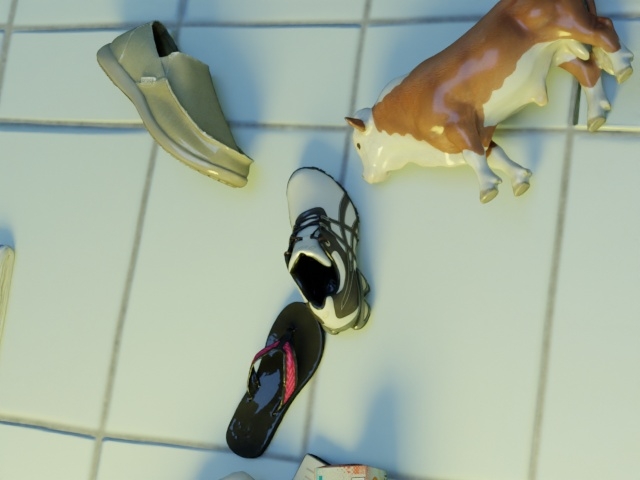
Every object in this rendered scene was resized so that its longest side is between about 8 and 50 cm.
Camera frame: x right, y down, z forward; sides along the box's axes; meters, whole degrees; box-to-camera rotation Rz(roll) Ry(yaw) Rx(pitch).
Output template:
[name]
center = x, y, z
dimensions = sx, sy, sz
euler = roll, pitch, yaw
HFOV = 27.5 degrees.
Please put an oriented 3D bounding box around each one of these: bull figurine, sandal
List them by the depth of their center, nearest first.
[bull figurine]
center = 0.173, -0.147, 1.356
dimensions = 0.310, 0.101, 0.188
euler = -44, 67, 10
[sandal]
center = -0.051, 0.150, 1.403
dimensions = 0.067, 0.040, 0.179
euler = 24, 86, 27

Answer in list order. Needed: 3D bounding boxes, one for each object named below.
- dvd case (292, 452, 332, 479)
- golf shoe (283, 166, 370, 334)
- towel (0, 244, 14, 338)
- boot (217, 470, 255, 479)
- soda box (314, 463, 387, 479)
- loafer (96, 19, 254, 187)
[dvd case]
center = 0.003, 0.363, 1.328
dimensions = 0.179, 0.029, 0.238
euler = 27, 87, 28
[golf shoe]
center = 0.000, 0.000, 1.394
dimensions = 0.077, 0.094, 0.198
euler = -25, 66, 17
[towel]
center = -0.513, 0.099, 1.626
dimensions = 0.285, 0.034, 0.209
euler = 2, 76, 25
[boot]
center = -0.143, 0.356, 1.362
dimensions = 0.258, 0.095, 0.123
euler = -43, 30, 11
[soda box]
center = 0.031, 0.312, 1.276
dimensions = 0.058, 0.063, 0.183
euler = -7, 72, 23
[loafer]
center = -0.160, -0.165, 1.505
dimensions = 0.092, 0.102, 0.268
euler = -49, 62, 11
